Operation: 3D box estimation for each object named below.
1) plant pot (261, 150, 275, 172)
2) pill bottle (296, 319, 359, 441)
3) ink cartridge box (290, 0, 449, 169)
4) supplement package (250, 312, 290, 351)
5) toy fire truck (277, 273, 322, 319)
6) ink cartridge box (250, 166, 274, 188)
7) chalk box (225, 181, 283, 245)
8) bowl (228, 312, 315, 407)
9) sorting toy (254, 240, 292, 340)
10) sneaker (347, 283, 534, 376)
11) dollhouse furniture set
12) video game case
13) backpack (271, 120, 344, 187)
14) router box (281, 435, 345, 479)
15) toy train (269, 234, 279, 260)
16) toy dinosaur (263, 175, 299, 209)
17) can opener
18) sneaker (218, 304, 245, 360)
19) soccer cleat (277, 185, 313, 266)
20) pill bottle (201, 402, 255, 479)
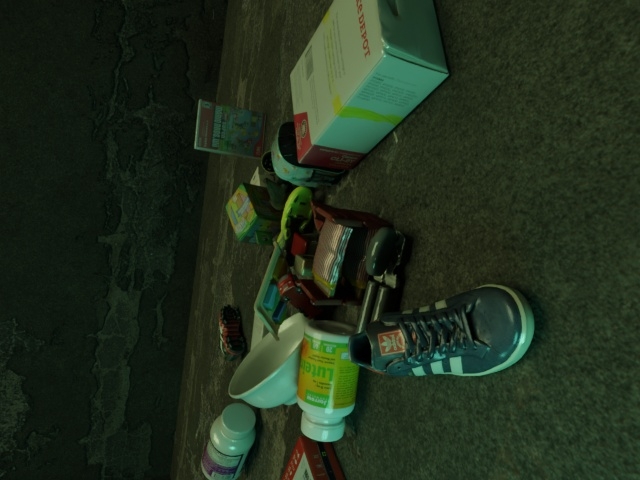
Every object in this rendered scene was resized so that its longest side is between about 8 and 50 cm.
[{"bbox_3d":[-0.188,-0.294,1.594,0.079,0.083,0.083,-166,82,-76],"label":"plant pot"},{"bbox_3d":[0.018,0.319,0.964,0.136,0.136,0.245,11,95,64],"label":"pill bottle"},{"bbox_3d":[0.083,-0.376,0.945,0.385,0.160,0.279,-38,52,57],"label":"ink cartridge box"},{"bbox_3d":[-0.162,0.333,1.369,0.105,0.105,0.179,10,93,64],"label":"supplement package"},{"bbox_3d":[-0.051,0.132,1.095,0.047,0.192,0.135,-36,41,7],"label":"toy fire truck"},{"bbox_3d":[-0.226,-0.179,1.649,0.115,0.067,0.198,-48,45,51],"label":"ink cartridge box"},{"bbox_3d":[-0.218,-0.075,1.450,0.132,0.132,0.213,-47,55,29],"label":"chalk box"},{"bbox_3d":[-0.091,0.339,1.121,0.298,0.134,0.298,-40,10,8],"label":"bowl"},{"bbox_3d":[-0.109,0.135,1.098,0.193,0.038,0.208,73,-156,-55],"label":"sorting toy"},{"bbox_3d":[0.165,0.162,0.680,0.350,0.148,0.131,-43,47,53],"label":"sneaker"},{"bbox_3d":[0.000,0.000,1.047,0.374,0.152,0.201,36,117,61],"label":"dollhouse furniture set"},{"bbox_3d":[-0.375,-0.460,1.761,0.025,0.285,0.204,3,88,64],"label":"video game case"},{"bbox_3d":[-0.041,-0.233,1.140,0.144,0.188,0.165,-37,53,57],"label":"backpack"},{"bbox_3d":[-0.016,0.707,1.016,0.301,0.082,0.335,56,134,53],"label":"router box"},{"bbox_3d":[-0.148,0.022,1.481,0.158,0.036,0.027,-60,35,41],"label":"toy train"},{"bbox_3d":[-0.104,-0.153,1.287,0.313,0.121,0.160,-82,8,-75],"label":"toy dinosaur"},{"bbox_3d":[0.112,0.108,0.864,0.074,0.093,0.280,24,106,59],"label":"can opener"},{"bbox_3d":[-0.406,0.414,1.859,0.135,0.098,0.276,-63,34,33],"label":"sneaker"},{"bbox_3d":[-0.089,-0.049,1.276,0.121,0.094,0.289,-120,34,-46],"label":"soccer cleat"},{"bbox_3d":[-0.339,0.755,1.571,0.301,0.169,0.169,-69,30,28],"label":"pill bottle"}]
